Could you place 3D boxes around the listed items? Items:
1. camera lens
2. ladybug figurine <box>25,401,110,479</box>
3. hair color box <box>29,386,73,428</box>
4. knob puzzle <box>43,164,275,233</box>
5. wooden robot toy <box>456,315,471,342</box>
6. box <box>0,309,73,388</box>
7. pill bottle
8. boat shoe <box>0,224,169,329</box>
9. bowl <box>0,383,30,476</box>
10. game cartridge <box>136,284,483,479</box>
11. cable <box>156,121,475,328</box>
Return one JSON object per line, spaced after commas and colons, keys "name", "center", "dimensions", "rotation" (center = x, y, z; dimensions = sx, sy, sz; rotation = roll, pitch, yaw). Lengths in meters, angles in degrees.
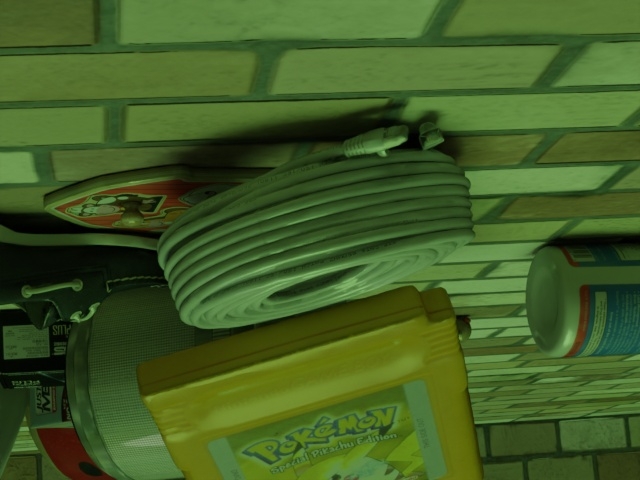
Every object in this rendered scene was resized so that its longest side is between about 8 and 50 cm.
{"name": "camera lens", "center": [-0.118, 0.140, 1.482], "dimensions": [0.274, 0.219, 0.219], "rotation": [-9, 167, 19]}
{"name": "ladybug figurine", "center": [-0.298, 0.310, 2.309], "dimensions": [0.449, 0.162, 0.305], "rotation": [-14, 164, 37]}
{"name": "hair color box", "center": [-0.200, 0.182, 1.885], "dimensions": [0.374, 0.113, 0.185], "rotation": [-14, 165, 33]}
{"name": "knob puzzle", "center": [-0.137, -0.024, 1.181], "dimensions": [0.213, 0.030, 0.213], "rotation": [-4, 168, -1]}
{"name": "wooden robot toy", "center": [0.174, 0.133, 1.943], "dimensions": [0.079, 0.076, 0.173], "rotation": [-48, -179, 14]}
{"name": "box", "center": [-0.305, 0.132, 1.705], "dimensions": [0.180, 0.077, 0.147], "rotation": [-2, 168, -11]}
{"name": "pill bottle", "center": [0.349, 0.064, 1.528], "dimensions": [0.221, 0.124, 0.124], "rotation": [-1, 167, -13]}
{"name": "boat shoe", "center": [-0.255, 0.035, 1.249], "dimensions": [0.302, 0.091, 0.114], "rotation": [4, 171, -32]}
{"name": "bowl", "center": [-0.530, 0.295, 1.998], "dimensions": [0.134, 0.298, 0.298], "rotation": [25, 158, -15]}
{"name": "game cartridge", "center": [0.004, 0.180, 1.318], "dimensions": [0.285, 0.052, 0.323], "rotation": [-17, 142, 0]}
{"name": "cable", "center": [0.000, 0.000, 1.115], "dimensions": [0.257, 0.089, 0.257], "rotation": [-19, 170, 11]}
